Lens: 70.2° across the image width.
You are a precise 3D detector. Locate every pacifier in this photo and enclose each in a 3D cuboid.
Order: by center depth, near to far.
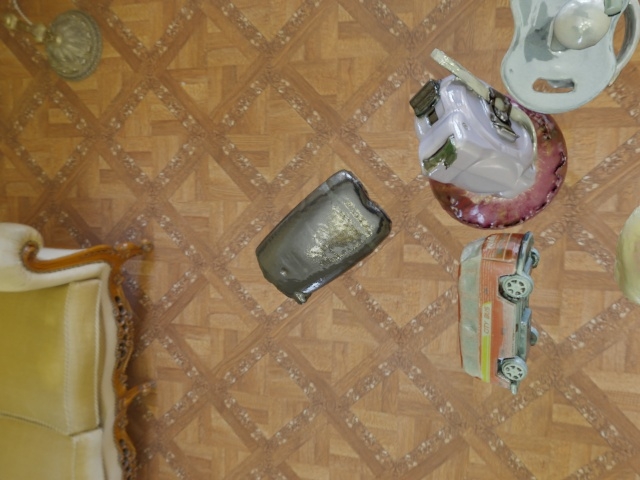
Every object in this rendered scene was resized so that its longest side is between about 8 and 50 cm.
[{"bbox_3d":[0.470,-0.386,0.833,0.244,0.233,0.300,6,108,16],"label":"pacifier"}]

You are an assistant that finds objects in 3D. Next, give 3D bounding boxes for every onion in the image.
[{"bbox_3d":[0.479,-0.210,1.242,0.358,0.345,0.359,10,111,29],"label":"onion"}]

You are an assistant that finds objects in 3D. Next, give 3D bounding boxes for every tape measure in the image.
[{"bbox_3d":[0.215,-0.154,0.630,0.105,0.196,0.178,-44,50,45],"label":"tape measure"}]

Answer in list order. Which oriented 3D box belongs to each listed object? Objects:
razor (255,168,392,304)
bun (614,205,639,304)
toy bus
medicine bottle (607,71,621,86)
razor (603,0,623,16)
[{"bbox_3d":[0.000,0.000,1.108,0.349,0.113,0.204,-41,93,21],"label":"razor"},{"bbox_3d":[0.496,0.004,0.549,0.243,0.244,0.153,-33,55,17],"label":"bun"},{"bbox_3d":[0.293,0.112,0.755,0.119,0.121,0.265,7,119,32],"label":"toy bus"},{"bbox_3d":[0.621,-0.442,1.146,0.171,0.201,0.052,40,120,50],"label":"medicine bottle"},{"bbox_3d":[0.322,-0.360,0.514,0.035,0.084,0.211,-9,86,17],"label":"razor"}]
